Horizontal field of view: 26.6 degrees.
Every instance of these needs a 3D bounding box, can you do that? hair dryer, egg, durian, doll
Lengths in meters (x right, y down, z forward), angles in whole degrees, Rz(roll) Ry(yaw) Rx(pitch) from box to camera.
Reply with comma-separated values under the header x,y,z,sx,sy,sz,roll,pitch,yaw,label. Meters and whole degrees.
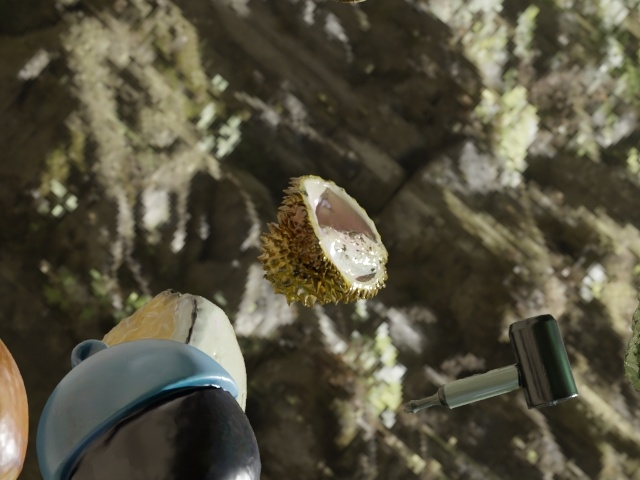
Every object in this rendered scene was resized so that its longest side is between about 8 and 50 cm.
x,y,z,sx,sy,sz,roll,pitch,yaw,label
0.183,0.157,1.523,0.198,0.100,0.057,-19,166,13,hair dryer
-0.211,0.243,1.858,0.337,0.201,0.337,-44,-156,26,egg
-0.004,0.012,1.897,0.138,0.183,0.250,-51,155,22,durian
-0.121,0.196,1.101,0.177,0.314,0.141,-26,148,-20,doll

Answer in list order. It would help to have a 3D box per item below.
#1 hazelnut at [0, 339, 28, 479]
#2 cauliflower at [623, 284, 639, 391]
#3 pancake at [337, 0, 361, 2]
x,y,z,sx,sy,sz,roll,pitch,yaw,label
-0.379,0.160,1.258,0.214,0.214,0.176,-48,-178,-33,hazelnut
0.290,0.021,0.727,0.275,0.250,0.272,-12,-170,22,cauliflower
0.015,-0.304,1.421,0.139,0.139,0.022,-52,-168,52,pancake
